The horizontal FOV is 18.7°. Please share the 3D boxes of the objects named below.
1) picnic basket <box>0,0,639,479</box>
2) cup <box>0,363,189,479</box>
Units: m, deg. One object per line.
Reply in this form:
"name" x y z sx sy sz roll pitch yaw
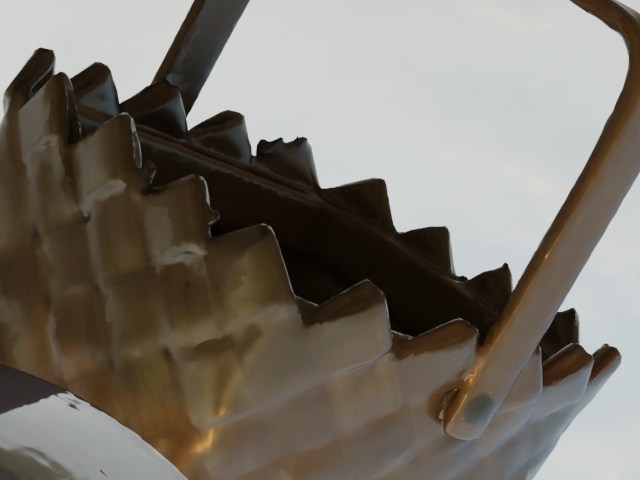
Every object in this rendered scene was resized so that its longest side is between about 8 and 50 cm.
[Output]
"picnic basket" 0.000 0.000 0.902 0.254 0.321 0.291 35 -168 39
"cup" -0.163 0.130 0.336 0.253 0.253 0.371 13 176 19
